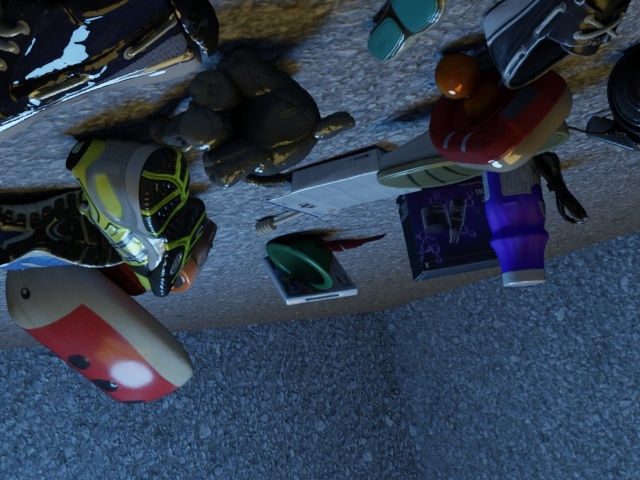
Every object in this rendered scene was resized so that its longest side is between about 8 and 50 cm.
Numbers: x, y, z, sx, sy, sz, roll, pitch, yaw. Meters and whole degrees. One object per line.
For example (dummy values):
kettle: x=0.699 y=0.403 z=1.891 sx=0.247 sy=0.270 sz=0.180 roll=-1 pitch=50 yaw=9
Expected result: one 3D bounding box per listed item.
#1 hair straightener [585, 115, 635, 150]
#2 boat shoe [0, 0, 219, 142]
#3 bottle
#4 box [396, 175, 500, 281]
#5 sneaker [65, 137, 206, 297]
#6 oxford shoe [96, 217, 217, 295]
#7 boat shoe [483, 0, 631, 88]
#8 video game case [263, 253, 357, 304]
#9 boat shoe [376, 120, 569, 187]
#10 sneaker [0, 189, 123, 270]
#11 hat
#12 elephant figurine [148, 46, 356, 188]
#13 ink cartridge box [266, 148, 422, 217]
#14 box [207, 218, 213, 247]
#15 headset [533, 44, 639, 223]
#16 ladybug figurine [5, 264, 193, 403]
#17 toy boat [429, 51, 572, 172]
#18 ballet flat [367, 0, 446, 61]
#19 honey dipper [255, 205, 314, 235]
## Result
hair straightener: x=0.549 y=-0.158 z=1.597 sx=0.230 sy=0.047 sz=0.089 roll=32 pitch=-159 yaw=35
boat shoe: x=-0.271 y=-0.182 z=0.834 sx=0.340 sy=0.127 sz=0.158 roll=-20 pitch=162 yaw=3
bottle: x=0.307 y=-0.070 z=1.500 sx=0.092 sy=0.283 sz=0.118 roll=-8 pitch=170 yaw=20
box: x=0.309 y=-0.031 z=1.980 sx=0.261 sy=0.184 sz=0.103 roll=-10 pitch=170 yaw=-8
sneaker: x=-0.268 y=-0.042 z=1.411 sx=0.147 sy=0.145 sz=0.385 roll=21 pitch=152 yaw=9
oxford shoe: x=-0.323 y=0.016 z=1.750 sx=0.363 sy=0.133 sz=0.130 roll=3 pitch=137 yaw=43
boat shoe: x=0.284 y=-0.251 z=1.025 sx=0.108 sy=0.102 sz=0.301 roll=-5 pitch=168 yaw=-29
video game case: x=-0.028 y=0.089 z=2.361 sx=0.183 sy=0.023 sz=0.201 roll=-7 pitch=-149 yaw=-18
boat shoe: x=0.222 y=-0.159 z=1.436 sx=0.302 sy=0.103 sz=0.113 roll=-15 pitch=163 yaw=25
sneaker: x=-0.452 y=-0.016 z=1.537 sx=0.330 sy=0.130 sz=0.147 roll=-1 pitch=180 yaw=-30
hat: x=0.000 y=0.000 z=2.263 sx=0.208 sy=0.183 sz=0.173 roll=40 pitch=158 yaw=-23
elephant figurine: x=-0.097 y=-0.141 z=1.170 sx=0.169 sy=0.186 sz=0.239 roll=-43 pitch=-175 yaw=-8
ink cartridge box: x=0.045 y=-0.101 z=1.717 sx=0.224 sy=0.045 sz=0.223 roll=-14 pitch=168 yaw=22
box: x=-0.261 y=-0.006 z=1.860 sx=0.083 sy=0.062 sz=0.052 roll=-19 pitch=166 yaw=35
headset: x=0.509 y=-0.181 z=1.402 sx=0.394 sy=0.185 sz=0.243 roll=-26 pitch=165 yaw=16
ladybug figurine: x=-0.424 y=0.171 z=1.793 sx=0.305 sy=0.162 sz=0.449 roll=15 pitch=153 yaw=53
toy boat: x=0.209 y=-0.184 z=1.243 sx=0.151 sy=0.151 sz=0.231 roll=-47 pitch=-164 yaw=-6
ballet flat: x=0.100 y=-0.249 z=1.033 sx=0.052 sy=0.057 sz=0.168 roll=-37 pitch=-176 yaw=-23
honey dipper: x=-0.065 y=-0.048 z=1.938 sx=0.160 sy=0.030 sz=0.030 roll=-21 pitch=166 yaw=31
